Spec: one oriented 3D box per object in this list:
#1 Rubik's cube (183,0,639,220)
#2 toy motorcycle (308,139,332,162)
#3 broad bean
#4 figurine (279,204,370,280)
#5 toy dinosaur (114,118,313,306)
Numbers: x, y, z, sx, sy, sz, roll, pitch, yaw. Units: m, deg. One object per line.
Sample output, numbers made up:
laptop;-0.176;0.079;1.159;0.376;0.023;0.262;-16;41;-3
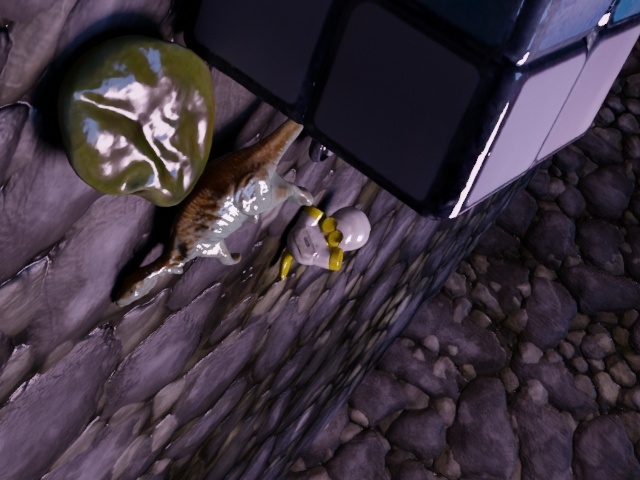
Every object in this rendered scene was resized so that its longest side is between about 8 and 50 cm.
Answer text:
Rubik's cube;0.115;-0.254;0.897;0.316;0.313;0.318;-27;147;-50
toy motorcycle;0.059;-0.205;1.320;0.152;0.073;0.225;-35;155;-56
broad bean;-0.154;-0.103;0.892;0.153;0.072;0.206;-58;165;-14
figurine;0.007;-0.004;1.570;0.130;0.109;0.178;-34;177;30
toy dinosaur;-0.076;-0.069;1.169;0.393;0.092;0.205;-50;160;12
